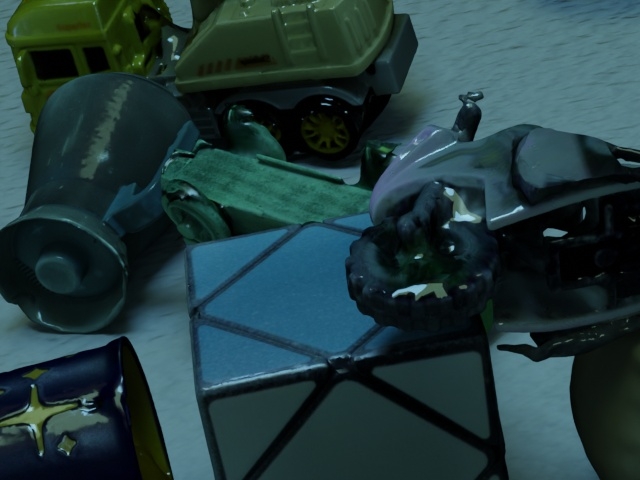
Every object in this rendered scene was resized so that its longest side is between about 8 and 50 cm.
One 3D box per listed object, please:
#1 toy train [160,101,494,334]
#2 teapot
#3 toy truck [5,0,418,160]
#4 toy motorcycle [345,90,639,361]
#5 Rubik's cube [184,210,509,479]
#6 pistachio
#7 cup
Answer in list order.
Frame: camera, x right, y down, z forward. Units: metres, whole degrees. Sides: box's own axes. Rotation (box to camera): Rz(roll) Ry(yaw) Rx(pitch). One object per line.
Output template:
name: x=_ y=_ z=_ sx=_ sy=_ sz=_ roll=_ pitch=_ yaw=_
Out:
toy train: x=0.000 y=0.000 z=1.655 sx=0.301 sy=0.202 sz=0.120 roll=16 pitch=64 yaw=39
teapot: x=-0.195 y=-0.041 z=1.818 sx=0.203 sy=0.171 sz=0.225 roll=-29 pitch=26 yaw=33
toy truck: x=-0.116 y=-0.209 z=2.004 sx=0.405 sy=0.254 sz=0.180 roll=-2 pitch=36 yaw=21
toy motorcycle: x=0.169 y=-0.024 z=1.323 sx=0.327 sy=0.143 sz=0.188 roll=-12 pitch=29 yaw=-6
Rubik's cube: x=0.019 y=0.117 z=1.442 sx=0.205 sy=0.207 sz=0.205 roll=-12 pitch=32 yaw=0
pistachio: x=0.284 y=0.116 z=1.369 sx=0.226 sy=0.207 sz=0.332 roll=29 pitch=8 yaw=-16
cup: x=-0.243 y=0.189 z=1.408 sx=0.256 sy=0.178 sz=0.255 roll=-14 pitch=3 yaw=0
